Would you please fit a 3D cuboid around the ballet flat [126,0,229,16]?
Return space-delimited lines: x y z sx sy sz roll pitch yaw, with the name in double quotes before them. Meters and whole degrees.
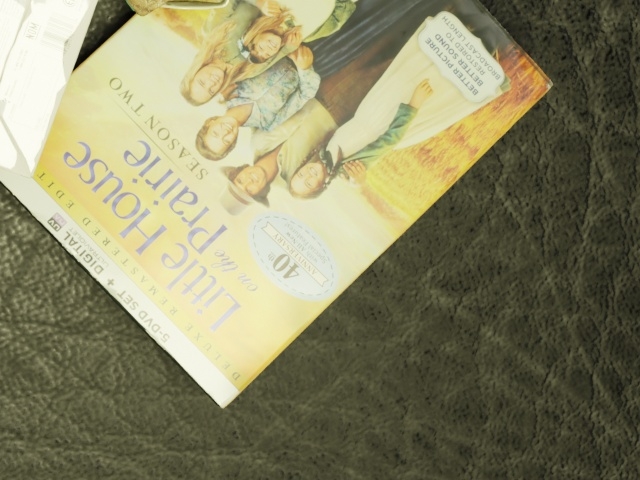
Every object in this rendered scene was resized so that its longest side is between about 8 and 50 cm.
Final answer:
"ballet flat" -0.073 -0.236 1.220 0.206 0.073 0.067 -14 117 -6

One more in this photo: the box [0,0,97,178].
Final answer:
"box" -0.253 -0.156 1.107 0.087 0.290 0.169 20 95 -21

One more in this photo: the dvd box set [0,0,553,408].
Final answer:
"dvd box set" -0.044 -0.105 1.279 0.420 0.062 0.307 -43 96 -7
